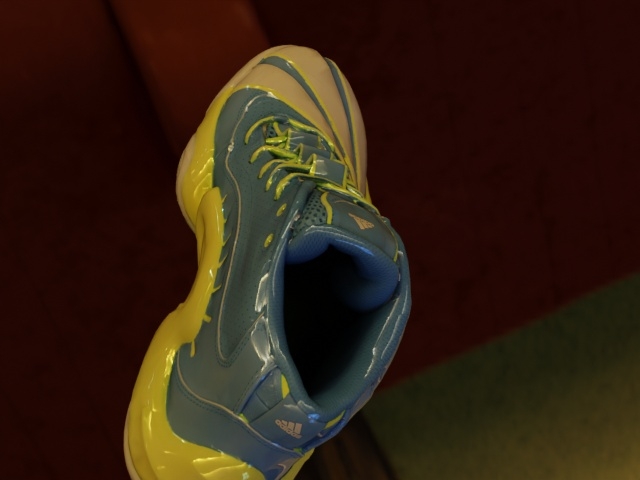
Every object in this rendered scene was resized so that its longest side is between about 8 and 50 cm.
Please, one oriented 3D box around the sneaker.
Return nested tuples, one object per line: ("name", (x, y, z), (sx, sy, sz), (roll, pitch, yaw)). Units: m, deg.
("sneaker", (0.000, 0.000, 0.727), (0.091, 0.126, 0.240), (27, 52, -23))
